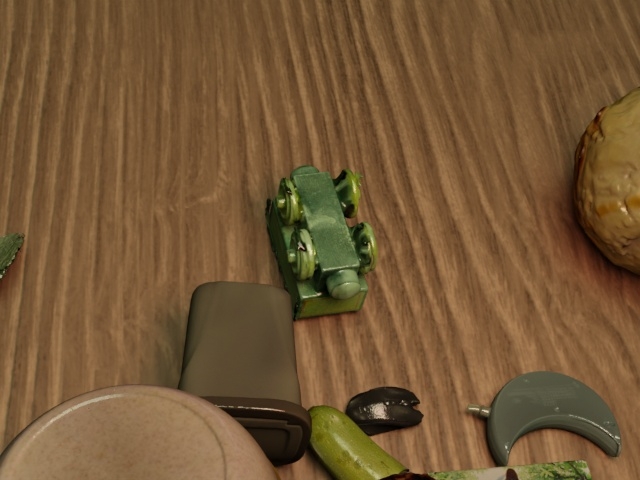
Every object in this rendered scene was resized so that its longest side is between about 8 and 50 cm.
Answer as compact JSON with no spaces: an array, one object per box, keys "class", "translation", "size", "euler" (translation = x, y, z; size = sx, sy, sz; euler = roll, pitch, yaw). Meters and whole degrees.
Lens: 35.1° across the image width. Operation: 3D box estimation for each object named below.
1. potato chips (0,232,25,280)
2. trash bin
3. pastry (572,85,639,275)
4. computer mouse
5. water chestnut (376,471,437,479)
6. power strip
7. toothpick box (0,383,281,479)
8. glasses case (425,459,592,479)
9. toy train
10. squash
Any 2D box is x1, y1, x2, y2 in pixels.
[{"class":"potato chips","translation":[-0.610,0.047,1.696],"size":[0.228,0.059,0.167],"euler":[-9,52,-10]},{"class":"trash bin","translation":[-0.131,0.211,1.587],"size":[0.220,0.219,0.250],"euler":[6,49,-10]},{"class":"pastry","translation":[0.640,-0.109,1.880],"size":[0.388,0.312,0.388],"euler":[-2,94,-24]},{"class":"computer mouse","translation":[0.109,0.279,1.683],"size":[0.135,0.047,0.079],"euler":[0,58,-14]},{"class":"water chestnut","translation":[0.148,0.471,1.410],"size":[0.300,0.300,0.300],"euler":[5,56,-8]},{"class":"power strip","translation":[0.373,0.302,1.710],"size":[0.253,0.054,0.167],"euler":[0,50,-11]},{"class":"toothpick box","translation":[-0.234,0.425,1.297],"size":[0.409,0.425,0.409],"euler":[-1,42,1]},{"class":"glasses case","translation":[0.304,0.411,1.622],"size":[0.272,0.062,0.095],"euler":[-3,57,-12]},{"class":"toy train","translation":[0.000,0.000,1.765],"size":[0.159,0.188,0.271],"euler":[-7,56,-16]},{"class":"squash","translation":[0.041,0.339,1.608],"size":[0.188,0.095,0.095],"euler":[40,58,21]}]
